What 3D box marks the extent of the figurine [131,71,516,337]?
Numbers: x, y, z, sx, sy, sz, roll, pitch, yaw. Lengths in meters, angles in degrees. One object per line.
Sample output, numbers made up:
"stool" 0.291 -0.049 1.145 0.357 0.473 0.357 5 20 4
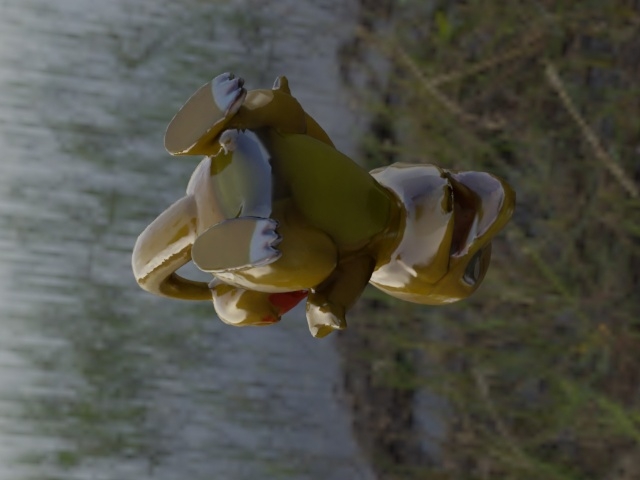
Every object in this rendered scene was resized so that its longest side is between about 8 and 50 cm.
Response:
"figurine" -0.001 0.002 0.789 0.122 0.176 0.121 -41 53 41
